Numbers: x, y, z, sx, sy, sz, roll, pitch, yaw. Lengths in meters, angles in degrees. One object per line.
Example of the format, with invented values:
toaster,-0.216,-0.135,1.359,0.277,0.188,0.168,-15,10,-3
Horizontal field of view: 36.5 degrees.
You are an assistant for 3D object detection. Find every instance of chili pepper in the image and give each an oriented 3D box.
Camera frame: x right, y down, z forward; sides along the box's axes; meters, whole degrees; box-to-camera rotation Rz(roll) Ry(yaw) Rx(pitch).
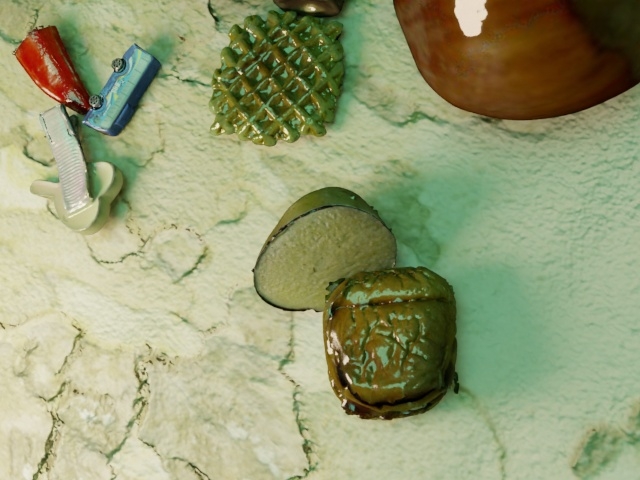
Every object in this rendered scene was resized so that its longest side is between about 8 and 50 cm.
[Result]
chili pepper,-0.422,-0.265,1.587,0.088,0.065,0.169,-45,75,21

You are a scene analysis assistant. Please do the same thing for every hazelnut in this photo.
hazelnut,0.272,-0.340,1.262,0.365,0.366,0.366,-3,78,16

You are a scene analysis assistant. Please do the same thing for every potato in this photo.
potato,0.000,0.000,1.368,0.202,0.182,0.117,-46,34,26

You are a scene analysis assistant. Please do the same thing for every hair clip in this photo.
hair clip,-0.397,-0.102,1.538,0.159,0.071,0.219,-27,68,16

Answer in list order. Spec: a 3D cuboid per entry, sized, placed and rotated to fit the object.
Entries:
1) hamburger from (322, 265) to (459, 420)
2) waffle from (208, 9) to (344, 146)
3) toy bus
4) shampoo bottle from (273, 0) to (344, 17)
hamburger,0.094,0.139,1.301,0.183,0.130,0.206,-5,85,8
waffle,-0.066,-0.246,1.473,0.207,0.054,0.214,3,80,18
toy bus,-0.317,-0.238,1.551,0.061,0.051,0.153,30,88,14
shampoo bottle,0.010,-0.521,1.492,0.125,0.084,0.350,8,81,20
